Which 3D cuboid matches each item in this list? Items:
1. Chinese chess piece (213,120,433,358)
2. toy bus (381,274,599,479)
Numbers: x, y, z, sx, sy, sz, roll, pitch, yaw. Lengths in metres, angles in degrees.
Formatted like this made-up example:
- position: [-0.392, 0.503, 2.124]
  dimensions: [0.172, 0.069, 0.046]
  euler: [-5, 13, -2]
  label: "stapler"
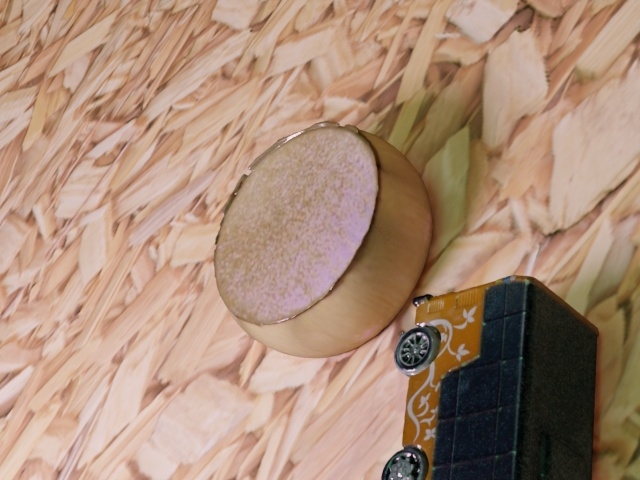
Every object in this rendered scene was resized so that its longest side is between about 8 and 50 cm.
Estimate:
- position: [0.000, 0.000, 1.716]
  dimensions: [0.270, 0.112, 0.270]
  euler: [-26, 48, 33]
  label: "Chinese chess piece"
- position: [0.162, 0.183, 1.393]
  dimensions: [0.167, 0.138, 0.275]
  euler: [-17, 50, 38]
  label: "toy bus"
